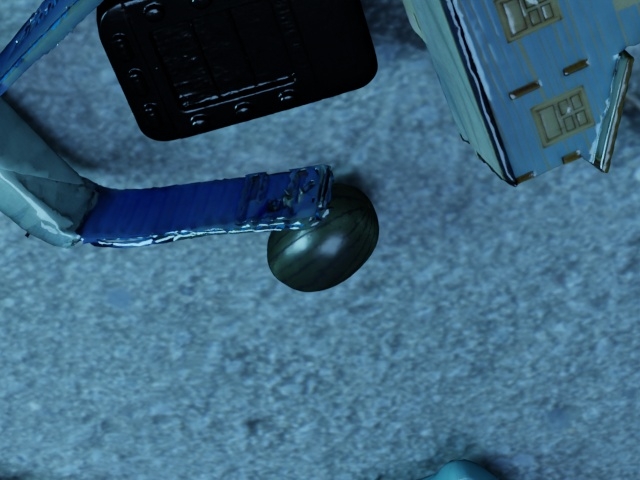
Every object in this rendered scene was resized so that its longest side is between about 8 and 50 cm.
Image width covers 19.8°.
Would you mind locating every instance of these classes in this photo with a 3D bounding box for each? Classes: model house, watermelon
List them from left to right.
[{"bbox_3d":[0.000,0.000,1.492,0.078,0.078,0.111,24,129,-28],"label":"watermelon"},{"bbox_3d":[0.163,-0.195,1.240,0.206,0.178,0.271,-24,112,-3],"label":"model house"}]

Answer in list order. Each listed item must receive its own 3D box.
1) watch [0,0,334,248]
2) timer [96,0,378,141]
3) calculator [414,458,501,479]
[{"bbox_3d":[-0.165,-0.099,1.310,0.274,0.068,0.276,-4,136,34],"label":"watch"},{"bbox_3d":[-0.062,-0.154,1.344,0.187,0.055,0.144,-15,137,5],"label":"timer"},{"bbox_3d":[0.126,0.348,1.885,0.256,0.054,0.386,-20,136,14],"label":"calculator"}]
